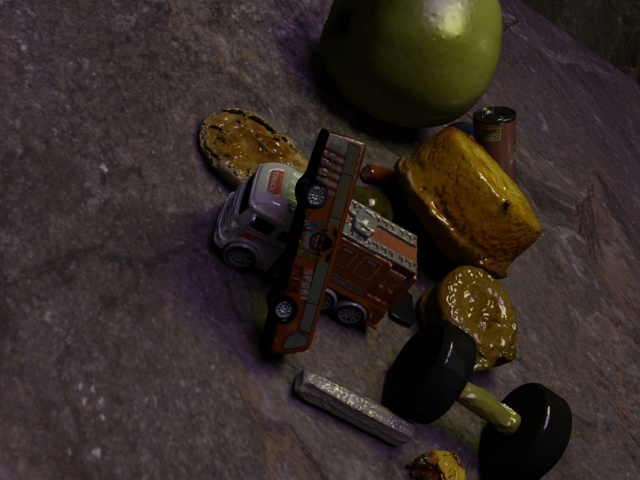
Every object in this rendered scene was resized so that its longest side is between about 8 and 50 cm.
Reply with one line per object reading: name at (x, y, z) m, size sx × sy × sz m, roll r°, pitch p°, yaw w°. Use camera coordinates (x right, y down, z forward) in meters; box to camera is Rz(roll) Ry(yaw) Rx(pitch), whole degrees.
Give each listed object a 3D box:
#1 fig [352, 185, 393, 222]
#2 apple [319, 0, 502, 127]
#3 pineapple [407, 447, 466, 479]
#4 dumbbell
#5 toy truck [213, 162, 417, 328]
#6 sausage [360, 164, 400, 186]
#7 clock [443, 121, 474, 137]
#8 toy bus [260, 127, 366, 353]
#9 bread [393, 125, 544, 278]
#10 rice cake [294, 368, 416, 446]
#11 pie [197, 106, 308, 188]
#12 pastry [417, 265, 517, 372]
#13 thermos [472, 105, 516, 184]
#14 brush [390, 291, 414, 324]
fig at (0.068, -0.063, 1.835) m, size 0.133 × 0.185 × 0.126 m, roll -13°, pitch 102°, yaw -52°
apple at (0.237, -0.516, 2.126) m, size 0.474 × 0.473 × 0.473 m, roll 24°, pitch 42°, yaw -23°
pineapple at (0.233, 0.443, 1.524) m, size 0.137 × 0.069 × 0.116 m, roll 51°, pitch 32°, yaw -5°
dumbbell at (0.309, 0.317, 1.586) m, size 0.322 × 0.204 × 0.203 m, roll 34°, pitch 39°, yaw -12°
toy truck at (0.000, 0.000, 1.609) m, size 0.388 × 0.207 × 0.173 m, roll 28°, pitch 40°, yaw -18°
sausage at (0.161, -0.162, 2.040) m, size 0.131 × 0.039 × 0.041 m, roll 9°, pitch 45°, yaw -38°
clock at (0.423, -0.246, 2.276) m, size 0.243 × 0.146 × 0.199 m, roll 10°, pitch 53°, yaw -45°
toy bus at (-0.019, 0.005, 1.455) m, size 0.092 × 0.408 × 0.093 m, roll 14°, pitch 8°, yaw -15°
bread at (0.347, -0.096, 1.955) m, size 0.398 × 0.215 × 0.398 m, roll 41°, pitch 22°, yaw -21°
rice cake at (0.066, 0.310, 1.504) m, size 0.256 × 0.052 × 0.057 m, roll 30°, pitch 10°, yaw -16°
pie at (-0.143, -0.192, 1.791) m, size 0.274 × 0.055 × 0.274 m, roll 22°, pitch 39°, yaw -19°
pastry at (0.332, 0.182, 1.812) m, size 0.240 × 0.132 × 0.235 m, roll -13°, pitch 72°, yaw -40°
thermos at (0.460, -0.187, 2.159) m, size 0.110 × 0.330 × 0.136 m, roll -12°, pitch 29°, yaw -7°
brush at (0.181, 0.110, 1.821) m, size 0.063 × 0.016 × 0.193 m, roll 27°, pitch 41°, yaw -20°
